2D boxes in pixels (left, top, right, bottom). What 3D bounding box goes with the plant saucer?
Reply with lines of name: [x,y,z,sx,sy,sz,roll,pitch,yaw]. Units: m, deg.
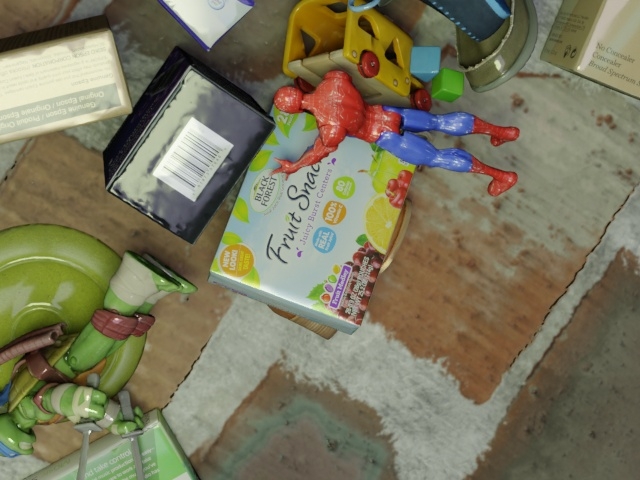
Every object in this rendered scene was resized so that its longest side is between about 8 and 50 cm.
plant saucer: [-0.315,0.102,1.483,0.241,0.037,0.241,-2,104,-10]

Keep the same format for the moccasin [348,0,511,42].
moccasin: [0.038,-0.309,1.317,0.342,0.138,0.117,43,104,6]

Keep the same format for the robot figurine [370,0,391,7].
robot figurine: [0.042,-0.394,1.398,0.211,0.085,0.291,17,100,-9]

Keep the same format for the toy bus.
toy bus: [0.053,-0.197,1.439,0.191,0.202,0.104,8,72,-6]

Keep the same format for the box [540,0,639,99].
box: [0.382,-0.315,1.466,0.148,0.121,0.311,18,100,-14]

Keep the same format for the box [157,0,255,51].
box: [-0.141,-0.272,1.367,0.072,0.137,0.126,-44,108,3]

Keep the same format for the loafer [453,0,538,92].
loafer: [0.169,-0.267,1.393,0.087,0.251,0.094,29,139,-34]

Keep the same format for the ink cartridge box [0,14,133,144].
ink cartridge box: [-0.294,-0.158,1.316,0.193,0.234,0.088,-16,106,-6]

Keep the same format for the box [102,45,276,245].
box: [-0.142,-0.104,1.374,0.108,0.207,0.153,33,95,-16]

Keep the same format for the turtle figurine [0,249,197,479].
turtle figurine: [-0.212,0.160,1.400,0.266,0.275,0.198,-56,141,1]

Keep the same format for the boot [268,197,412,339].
boot: [0.000,0.000,1.502,0.152,0.073,0.197,36,90,-10]

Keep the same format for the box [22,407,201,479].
box: [-0.219,0.388,1.565,0.232,0.058,0.322,-28,109,-3]

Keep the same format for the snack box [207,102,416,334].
snack box: [-0.008,-0.024,1.439,0.174,0.070,0.207,21,74,-2]

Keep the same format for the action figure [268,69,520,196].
action figure: [0.059,-0.107,1.395,0.280,0.139,0.091,15,69,-29]
